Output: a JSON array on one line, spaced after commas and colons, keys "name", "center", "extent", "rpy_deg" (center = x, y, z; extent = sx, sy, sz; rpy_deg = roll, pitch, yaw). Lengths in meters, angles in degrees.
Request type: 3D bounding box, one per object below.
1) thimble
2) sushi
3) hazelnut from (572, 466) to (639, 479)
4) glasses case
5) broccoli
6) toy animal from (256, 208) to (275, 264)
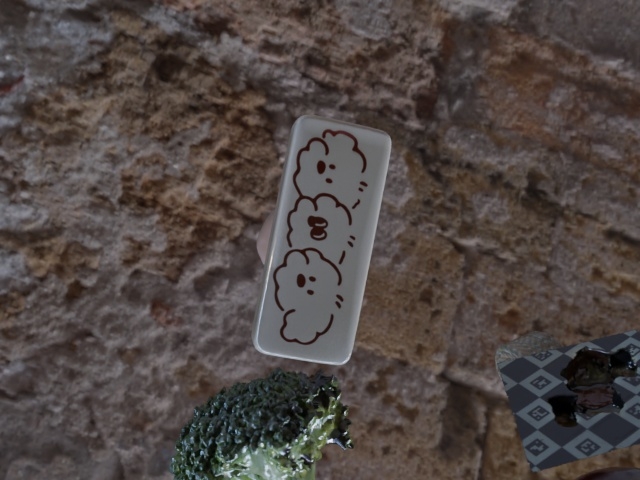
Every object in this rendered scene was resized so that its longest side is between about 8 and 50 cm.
[{"name": "thimble", "center": [0.620, 0.369, 1.988], "extent": [0.148, 0.195, 0.229], "rpy_deg": [-23, -167, -19]}, {"name": "sushi", "center": [0.490, 0.295, 1.251], "extent": [0.294, 0.292, 0.059], "rpy_deg": [-15, 115, 7]}, {"name": "hazelnut", "center": [0.714, 0.711, 1.571], "extent": [0.429, 0.402, 0.402], "rpy_deg": [34, 165, 11]}, {"name": "glasses case", "center": [0.000, 0.000, 0.985], "extent": [0.144, 0.336, 0.076], "rpy_deg": [10, 180, -10]}, {"name": "broccoli", "center": [-0.112, 0.359, 1.306], "extent": [0.334, 0.324, 0.272], "rpy_deg": [-24, 128, 20]}, {"name": "toy animal", "center": [-0.044, 0.016, 1.560], "extent": [0.195, 0.212, 0.256], "rpy_deg": [3, -159, -23]}]
